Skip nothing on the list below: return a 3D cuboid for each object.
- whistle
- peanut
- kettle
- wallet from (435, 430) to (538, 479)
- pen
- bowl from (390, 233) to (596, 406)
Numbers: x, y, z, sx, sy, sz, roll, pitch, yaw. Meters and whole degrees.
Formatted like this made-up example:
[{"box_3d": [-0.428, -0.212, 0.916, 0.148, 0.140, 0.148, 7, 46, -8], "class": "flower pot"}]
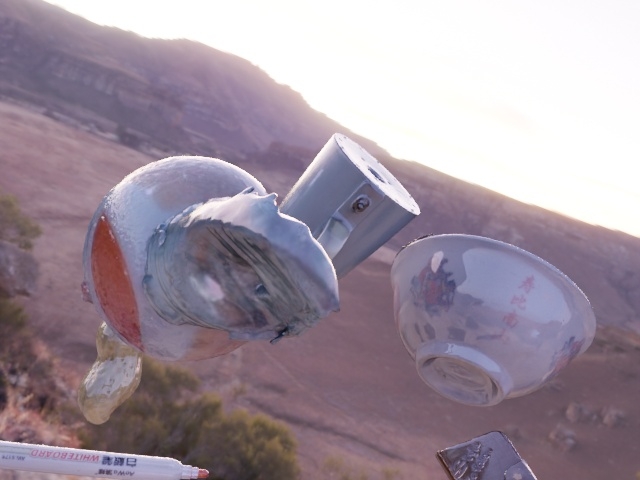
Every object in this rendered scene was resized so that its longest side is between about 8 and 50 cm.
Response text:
[{"box_3d": [-0.096, 0.020, 0.593, 0.189, 0.189, 0.348, 20, -6, -23], "class": "whistle"}, {"box_3d": [-0.294, 0.172, 1.073, 0.082, 0.187, 0.082, 14, -17, 4], "class": "peanut"}, {"box_3d": [0.000, 0.000, 1.025, 0.160, 0.243, 0.210, 40, 15, -13], "class": "kettle"}, {"box_3d": [0.210, 0.295, 0.875, 0.095, 0.026, 0.176, -21, 28, -4], "class": "wallet"}, {"box_3d": [-0.211, 0.206, 0.687, 0.218, 0.026, 0.026, 10, 9, -14], "class": "pen"}, {"box_3d": [0.244, 0.159, 1.178, 0.346, 0.157, 0.345, 20, -34, 14], "class": "bowl"}]
